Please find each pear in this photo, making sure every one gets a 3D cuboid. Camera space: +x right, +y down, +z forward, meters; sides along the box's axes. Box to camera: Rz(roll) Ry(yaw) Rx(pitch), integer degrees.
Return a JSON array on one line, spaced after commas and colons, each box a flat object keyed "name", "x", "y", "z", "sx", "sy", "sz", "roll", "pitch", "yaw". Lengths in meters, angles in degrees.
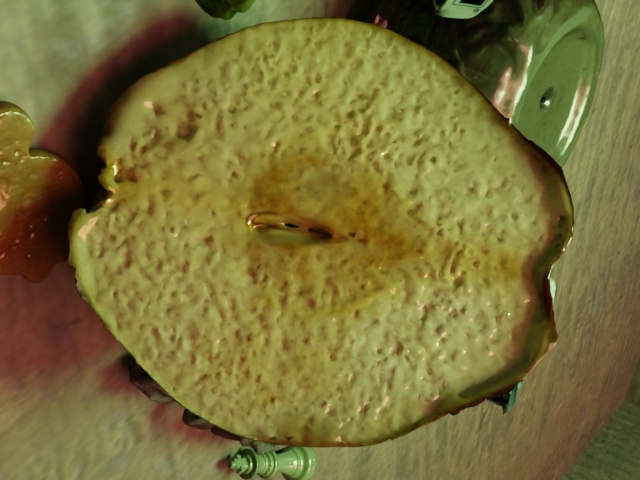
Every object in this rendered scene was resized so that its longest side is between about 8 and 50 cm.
[{"name": "pear", "x": 0.000, "y": 0.000, "z": 0.632, "sx": 0.191, "sy": 0.387, "sz": 0.340, "roll": 120, "pitch": -14, "yaw": -82}]

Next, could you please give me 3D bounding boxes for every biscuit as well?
[{"name": "biscuit", "x": -0.248, "y": -0.038, "z": 0.532, "sx": 0.184, "sy": 0.027, "sz": 0.133, "roll": 17, "pitch": 99, "yaw": -56}]

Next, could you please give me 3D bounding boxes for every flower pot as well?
[{"name": "flower pot", "x": 0.160, "y": -0.180, "z": 0.787, "sx": 0.302, "sy": 0.213, "sz": 0.301, "roll": -31, "pitch": 135, "yaw": -37}]

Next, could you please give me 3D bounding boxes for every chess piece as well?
[{"name": "chess piece", "x": -0.071, "y": 0.305, "z": 0.973, "sx": 0.149, "sy": 0.059, "sz": 0.059, "roll": 16, "pitch": 100, "yaw": -50}]

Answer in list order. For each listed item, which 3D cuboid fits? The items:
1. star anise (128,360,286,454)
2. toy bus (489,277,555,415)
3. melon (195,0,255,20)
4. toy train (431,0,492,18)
[{"name": "star anise", "x": -0.040, "y": 0.134, "z": 0.812, "sx": 0.359, "sy": 0.139, "sz": 0.315, "roll": -10, "pitch": 126, "yaw": -42}, {"name": "toy bus", "x": 0.150, "y": 0.077, "z": 0.913, "sx": 0.165, "sy": 0.271, "sz": 0.133, "roll": -41, "pitch": 140, "yaw": -37}, {"name": "melon", "x": 0.013, "y": -0.288, "z": 0.498, "sx": 0.226, "sy": 0.343, "sz": 0.331, "roll": 9, "pitch": 97, "yaw": -16}, {"name": "toy train", "x": 0.112, "y": -0.325, "z": 0.652, "sx": 0.048, "sy": 0.251, "sz": 0.055, "roll": -2, "pitch": 162, "yaw": -18}]
